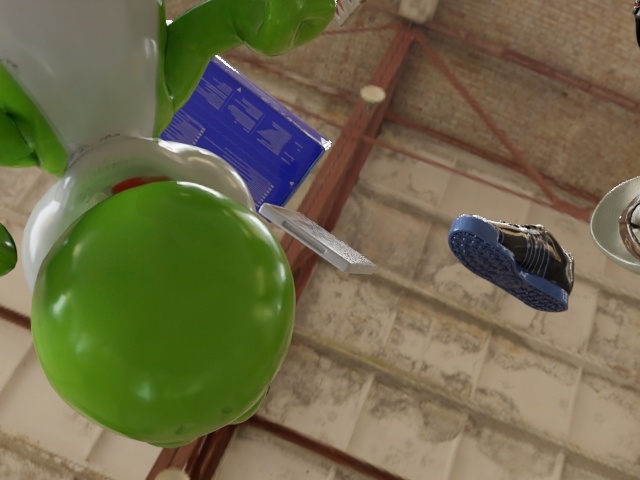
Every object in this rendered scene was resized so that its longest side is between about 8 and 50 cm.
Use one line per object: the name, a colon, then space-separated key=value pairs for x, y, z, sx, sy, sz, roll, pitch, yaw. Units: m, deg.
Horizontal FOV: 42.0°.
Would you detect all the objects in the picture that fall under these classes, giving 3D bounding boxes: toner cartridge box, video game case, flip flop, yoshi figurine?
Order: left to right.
yoshi figurine: x=-0.099 y=-0.062 z=0.367 sx=0.203 sy=0.362 sz=0.203 roll=-15 pitch=-167 yaw=24
toner cartridge box: x=-0.168 y=-0.203 z=1.419 sx=0.347 sy=0.165 sz=0.075 roll=38 pitch=-161 yaw=-1
video game case: x=0.000 y=0.000 z=1.133 sx=0.143 sy=0.019 sz=0.157 roll=35 pitch=-173 yaw=15
flip flop: x=0.324 y=-0.009 z=0.747 sx=0.080 sy=0.112 sz=0.277 roll=23 pitch=-170 yaw=-15

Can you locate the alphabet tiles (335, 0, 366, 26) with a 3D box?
alphabet tiles: x=-0.040 y=-0.345 z=0.664 sx=0.011 sy=0.285 sz=0.343 roll=-25 pitch=-83 yaw=-4

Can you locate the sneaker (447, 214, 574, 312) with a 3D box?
sneaker: x=0.257 y=0.011 z=1.105 sx=0.232 sy=0.081 sz=0.091 roll=34 pitch=-119 yaw=-33

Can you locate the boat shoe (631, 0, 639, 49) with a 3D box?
boat shoe: x=0.431 y=-0.302 z=1.084 sx=0.042 sy=0.133 sz=0.049 roll=-33 pitch=-139 yaw=-8

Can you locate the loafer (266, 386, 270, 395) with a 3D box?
loafer: x=-0.163 y=0.155 z=0.983 sx=0.223 sy=0.076 sz=0.078 roll=24 pitch=-93 yaw=-28
